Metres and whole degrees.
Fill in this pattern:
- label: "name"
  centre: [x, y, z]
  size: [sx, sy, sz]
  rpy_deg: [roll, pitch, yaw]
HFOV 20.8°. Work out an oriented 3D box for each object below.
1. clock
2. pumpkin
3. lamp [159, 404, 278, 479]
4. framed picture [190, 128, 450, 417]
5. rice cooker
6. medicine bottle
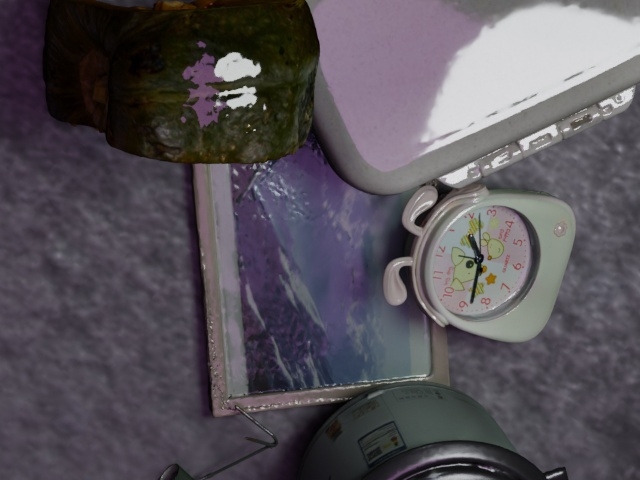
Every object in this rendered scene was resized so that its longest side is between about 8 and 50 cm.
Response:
- label: "clock"
  centre: [0.149, 0.014, 1.703]
  size: [0.191, 0.062, 0.151]
  rpy_deg: [11, 102, -27]
- label: "pumpkin"
  centre: [-0.119, -0.156, 1.558]
  size: [0.190, 0.280, 0.139]
  rpy_deg: [-9, 109, -27]
- label: "lamp"
  centre: [-0.102, 0.223, 1.731]
  size: [0.054, 0.041, 0.121]
  rpy_deg: [38, 113, -24]
- label: "framed picture"
  centre: [0.000, 0.000, 1.716]
  size: [0.247, 0.022, 0.335]
  rpy_deg: [-5, 103, -9]
- label: "rice cooker"
  centre: [0.103, 0.274, 1.678]
  size: [0.280, 0.227, 0.241]
  rpy_deg: [-17, 112, -7]
- label: "medicine bottle"
  centre: [0.146, -0.213, 1.629]
  size: [0.375, 0.123, 0.282]
  rpy_deg: [-25, 96, -4]
